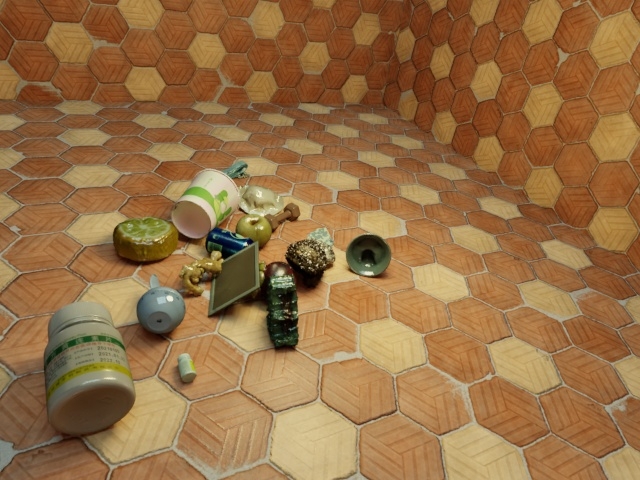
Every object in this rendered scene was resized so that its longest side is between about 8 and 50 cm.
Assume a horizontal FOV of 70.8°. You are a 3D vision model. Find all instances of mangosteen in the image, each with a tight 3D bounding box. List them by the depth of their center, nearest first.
[{"bbox_3d":[-0.184,0.157,1.736,0.180,0.166,0.166,7,33,-14],"label":"mangosteen"}]

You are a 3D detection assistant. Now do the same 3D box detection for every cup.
[{"bbox_3d":[-0.523,-0.156,2.015,0.253,0.253,0.274,15,33,6],"label":"cup"},{"bbox_3d":[0.216,0.047,2.028,0.199,0.199,0.150,13,15,2],"label":"cup"}]

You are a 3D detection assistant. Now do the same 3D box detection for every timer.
[{"bbox_3d":[-0.561,0.228,1.561,0.175,0.175,0.255,-10,11,-29],"label":"timer"}]

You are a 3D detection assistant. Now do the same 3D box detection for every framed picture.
[{"bbox_3d":[-0.327,0.142,1.730,0.231,0.018,0.293,-29,34,12],"label":"framed picture"}]

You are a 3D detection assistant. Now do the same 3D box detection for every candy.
[{"bbox_3d":[-0.724,-0.012,1.872,0.260,0.118,0.260,9,31,-5],"label":"candy"}]

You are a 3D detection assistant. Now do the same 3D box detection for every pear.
[{"bbox_3d":[-0.299,-0.040,2.021,0.167,0.136,0.167,7,37,-5],"label":"pear"}]

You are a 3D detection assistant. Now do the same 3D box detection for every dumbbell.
[{"bbox_3d":[-0.194,-0.112,2.205,0.092,0.082,0.231,28,37,26],"label":"dumbbell"}]

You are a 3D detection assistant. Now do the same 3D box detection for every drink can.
[{"bbox_3d":[-0.380,0.024,1.918,0.205,0.118,0.118,19,34,9],"label":"drink can"}]

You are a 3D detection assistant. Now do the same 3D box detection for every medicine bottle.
[{"bbox_3d":[-0.662,0.344,1.275,0.208,0.208,0.339,-10,39,-29],"label":"medicine bottle"},{"bbox_3d":[-0.420,0.398,1.410,0.047,0.047,0.083,-8,38,-26],"label":"medicine bottle"}]

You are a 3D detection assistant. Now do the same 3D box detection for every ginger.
[{"bbox_3d":[-0.455,0.116,1.726,0.053,0.193,0.176,-7,-22,35],"label":"ginger"}]

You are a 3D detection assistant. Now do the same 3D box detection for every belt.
[{"bbox_3d":[-0.487,-0.376,2.536,0.179,0.100,0.065,-32,52,-27],"label":"belt"}]

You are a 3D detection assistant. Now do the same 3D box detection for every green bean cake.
[{"bbox_3d":[-0.132,0.243,1.586,0.107,0.208,0.193,0,33,-11],"label":"green bean cake"}]

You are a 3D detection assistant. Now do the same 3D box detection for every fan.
[{"bbox_3d":[0.000,0.000,2.160,0.131,0.009,0.240,9,34,-3],"label":"fan"}]

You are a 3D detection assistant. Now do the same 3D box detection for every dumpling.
[{"bbox_3d":[-0.306,-0.196,2.282,0.247,0.142,0.172,12,68,-11],"label":"dumpling"}]

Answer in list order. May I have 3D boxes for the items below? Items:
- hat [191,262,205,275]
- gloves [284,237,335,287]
[{"bbox_3d":[-0.493,0.125,1.773,0.059,0.076,0.077,40,44,6],"label":"hat"},{"bbox_3d":[-0.050,0.083,1.903,0.210,0.135,0.312,45,21,12],"label":"gloves"}]
